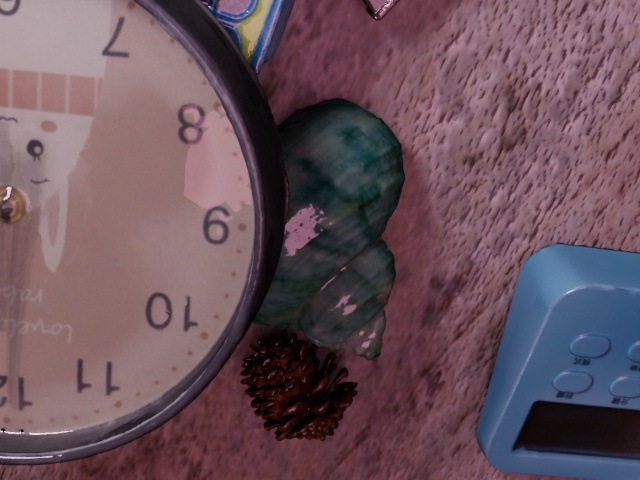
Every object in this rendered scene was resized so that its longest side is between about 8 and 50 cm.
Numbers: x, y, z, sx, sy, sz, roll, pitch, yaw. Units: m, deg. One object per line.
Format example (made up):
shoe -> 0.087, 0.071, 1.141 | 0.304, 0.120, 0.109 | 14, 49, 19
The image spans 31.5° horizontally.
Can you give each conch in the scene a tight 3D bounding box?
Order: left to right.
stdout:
conch -> 0.001, 0.003, 0.978 | 0.196, 0.134, 0.202 | -23, 113, 2

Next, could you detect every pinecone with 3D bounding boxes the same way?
pinecone -> -0.025, 0.138, 1.052 | 0.109, 0.102, 0.102 | 36, 103, -17

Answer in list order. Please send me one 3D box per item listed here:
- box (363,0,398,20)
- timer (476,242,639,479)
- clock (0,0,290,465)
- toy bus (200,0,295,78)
box -> 0.053, -0.233, 0.931 | 0.085, 0.060, 0.063 | -44, 108, 11
timer -> 0.291, 0.139, 1.111 | 0.232, 0.091, 0.250 | 5, 115, -12
clock -> -0.215, -0.026, 0.785 | 0.386, 0.076, 0.386 | 1, 106, 4
toy bus -> -0.082, -0.289, 0.834 | 0.190, 0.152, 0.312 | 16, 109, -14
